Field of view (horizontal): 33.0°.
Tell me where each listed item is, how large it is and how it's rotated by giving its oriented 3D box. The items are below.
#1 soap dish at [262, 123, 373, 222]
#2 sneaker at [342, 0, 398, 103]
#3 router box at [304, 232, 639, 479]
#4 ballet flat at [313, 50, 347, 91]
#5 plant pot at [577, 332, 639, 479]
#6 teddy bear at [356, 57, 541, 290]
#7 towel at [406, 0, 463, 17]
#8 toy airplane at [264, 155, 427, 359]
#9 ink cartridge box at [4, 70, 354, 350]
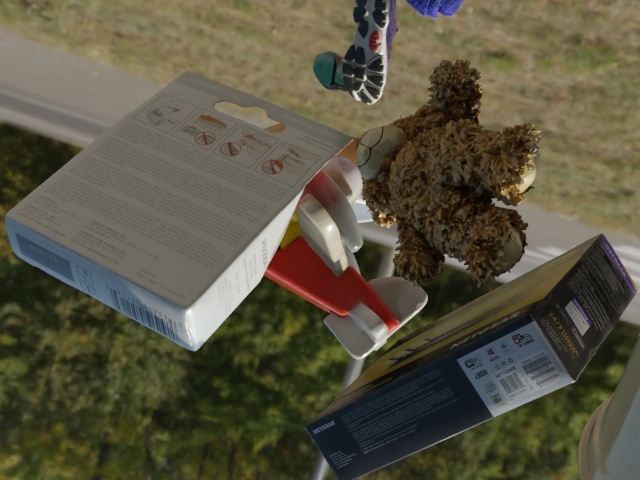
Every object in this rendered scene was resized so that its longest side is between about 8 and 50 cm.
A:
[{"bbox_3d":[0.002,-0.117,1.876,0.291,0.118,0.229,14,169,-29],"label":"soap dish"},{"bbox_3d":[0.080,-0.267,1.476,0.068,0.170,0.071,26,-147,24],"label":"sneaker"},{"bbox_3d":[0.164,0.126,1.159,0.309,0.081,0.243,-33,180,35],"label":"router box"},{"bbox_3d":[0.046,-0.290,1.895,0.070,0.070,0.188,17,-167,-26],"label":"ballet flat"},{"bbox_3d":[0.542,0.241,1.517,0.334,0.334,0.305,16,140,21],"label":"plant pot"},{"bbox_3d":[0.129,-0.069,1.192,0.113,0.245,0.338,1,-149,-21],"label":"teddy bear"},{"bbox_3d":[0.149,-0.466,1.675,0.227,0.076,0.308,43,171,0],"label":"towel"},{"bbox_3d":[0.000,0.000,1.669,0.384,0.272,0.386,37,167,-36],"label":"toy airplane"},{"bbox_3d":[-0.181,-0.060,1.474,0.308,0.385,0.091,24,140,23],"label":"ink cartridge box"}]
